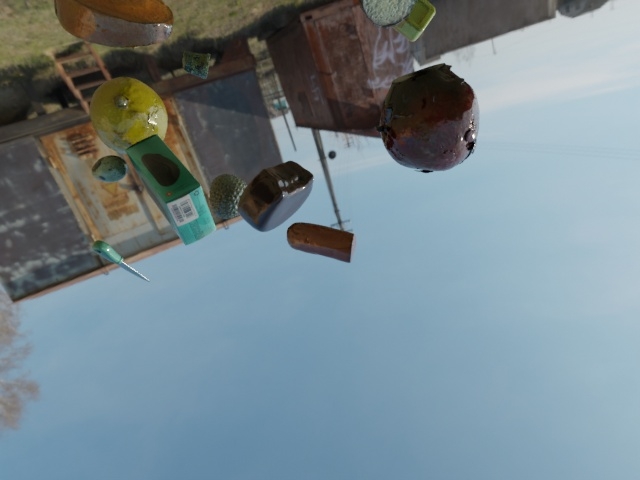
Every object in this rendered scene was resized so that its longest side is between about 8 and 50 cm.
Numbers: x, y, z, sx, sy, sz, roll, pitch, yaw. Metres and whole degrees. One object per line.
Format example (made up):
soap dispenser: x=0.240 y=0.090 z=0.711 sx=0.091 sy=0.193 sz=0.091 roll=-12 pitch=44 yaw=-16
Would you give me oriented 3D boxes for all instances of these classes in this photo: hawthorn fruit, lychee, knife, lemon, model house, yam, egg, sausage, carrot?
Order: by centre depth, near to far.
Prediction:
yam: x=0.098 y=-0.485 z=0.703 sx=0.129 sy=0.128 sz=0.238 roll=-29 pitch=-128 yaw=22
carrot: x=-0.556 y=-0.624 z=1.131 sx=0.307 sy=0.100 sz=0.258 roll=21 pitch=-132 yaw=-5
hawthorn fruit: x=0.315 y=-0.351 z=1.193 sx=0.315 sy=0.316 sz=0.316 roll=-16 pitch=-159 yaw=6
egg: x=-0.677 y=-0.229 z=1.332 sx=0.110 sy=0.085 sz=0.085 roll=-10 pitch=-159 yaw=-4
model house: x=-0.401 y=-0.569 z=1.334 sx=0.083 sy=0.079 sz=0.066 roll=9 pitch=166 yaw=-20
knife: x=-0.663 y=0.078 z=1.381 sx=0.063 sy=0.260 sz=0.035 roll=4 pitch=-121 yaw=18
lemon: x=-0.661 y=-0.426 z=1.442 sx=0.260 sy=0.284 sz=0.261 roll=2 pitch=-119 yaw=-4
sausage: x=0.000 y=0.000 z=1.508 sx=0.259 sy=0.114 sz=0.113 roll=14 pitch=-149 yaw=16
lychee: x=-0.537 y=-0.255 z=2.414 sx=0.255 sy=0.255 sz=0.274 roll=-2 pitch=-131 yaw=36

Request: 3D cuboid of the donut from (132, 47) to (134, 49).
donut: x=-0.847 y=-0.910 z=1.788 sx=0.181 sy=0.146 sz=0.078 roll=17 pitch=-145 yaw=24

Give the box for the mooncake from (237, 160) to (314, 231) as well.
mooncake: x=-0.184 y=-0.188 z=1.676 sx=0.326 sy=0.174 sz=0.334 roll=-41 pitch=169 yaw=-19

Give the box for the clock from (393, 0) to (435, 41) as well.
clock: x=0.345 y=-0.924 z=1.676 sx=0.143 sy=0.202 sz=0.096 roll=-56 pitch=-171 yaw=-7

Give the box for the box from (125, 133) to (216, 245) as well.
box: x=-0.465 y=-0.159 z=1.292 sx=0.118 sy=0.205 sz=0.311 roll=-31 pitch=-122 yaw=-22
